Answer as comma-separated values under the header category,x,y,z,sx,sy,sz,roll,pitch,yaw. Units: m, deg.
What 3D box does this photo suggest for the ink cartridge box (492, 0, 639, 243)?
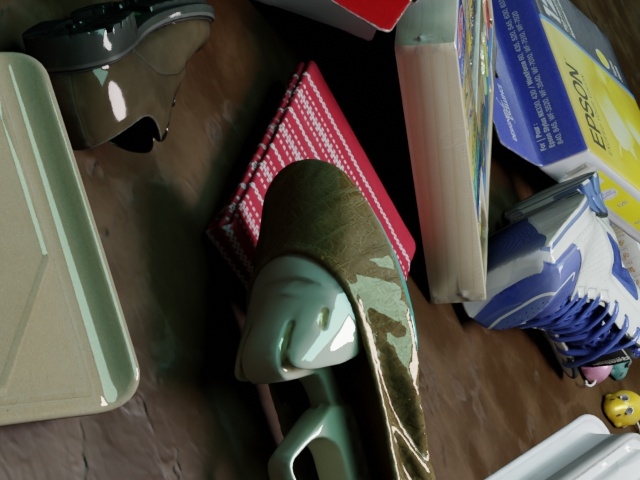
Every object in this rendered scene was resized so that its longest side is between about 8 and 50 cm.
category,x,y,z,sx,sy,sz,roll,pitch,yaw
ink cartridge box,0.264,-0.172,2.014,0.307,0.072,0.303,34,34,-47

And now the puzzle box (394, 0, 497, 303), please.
category,x,y,z,sx,sy,sz,roll,pitch,yaw
puzzle box,0.119,-0.176,1.663,0.409,0.052,0.272,-82,164,-50

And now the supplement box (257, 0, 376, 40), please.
category,x,y,z,sx,sy,sz,roll,pitch,yaw
supplement box,0.020,-0.283,1.555,0.111,0.114,0.220,19,39,-6

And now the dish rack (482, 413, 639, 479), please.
category,x,y,z,sx,sy,sz,roll,pitch,yaw
dish rack,0.183,0.287,1.278,0.333,0.072,0.285,-20,101,-57

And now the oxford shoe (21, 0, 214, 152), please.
category,x,y,z,sx,sy,sz,roll,pitch,yaw
oxford shoe,-0.127,-0.108,1.199,0.227,0.083,0.096,-42,126,-65

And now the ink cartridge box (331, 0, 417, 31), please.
category,x,y,z,sx,sy,sz,roll,pitch,yaw
ink cartridge box,-0.017,-0.320,1.356,0.309,0.130,0.272,30,33,0

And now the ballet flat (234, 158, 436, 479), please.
category,x,y,z,sx,sy,sz,roll,pitch,yaw
ballet flat,0.005,0.117,1.209,0.124,0.116,0.342,-12,91,-53

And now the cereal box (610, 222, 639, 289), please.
category,x,y,z,sx,sy,sz,roll,pitch,yaw
cereal box,0.389,0.021,2.188,0.173,0.047,0.240,0,69,-63

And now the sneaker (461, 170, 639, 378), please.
category,x,y,z,sx,sy,sz,roll,pitch,yaw
sneaker,0.246,0.050,1.761,0.182,0.127,0.315,62,22,-4

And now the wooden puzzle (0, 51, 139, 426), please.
category,x,y,z,sx,sy,sz,roll,pitch,yaw
wooden puzzle,-0.205,-0.004,0.969,0.239,0.044,0.221,-1,70,-60

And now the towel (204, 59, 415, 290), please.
category,x,y,z,sx,sy,sz,roll,pitch,yaw
towel,0.000,0.000,1.407,0.199,0.031,0.275,59,26,-21

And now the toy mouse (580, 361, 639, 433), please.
category,x,y,z,sx,sy,sz,roll,pitch,yaw
toy mouse,0.302,0.124,1.929,0.161,0.031,0.143,20,51,-59
